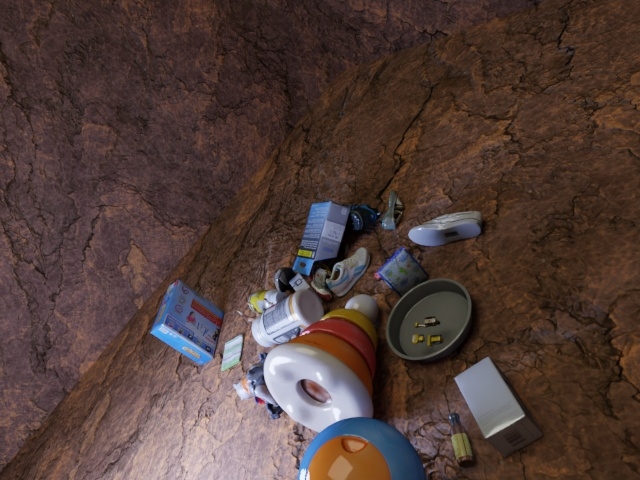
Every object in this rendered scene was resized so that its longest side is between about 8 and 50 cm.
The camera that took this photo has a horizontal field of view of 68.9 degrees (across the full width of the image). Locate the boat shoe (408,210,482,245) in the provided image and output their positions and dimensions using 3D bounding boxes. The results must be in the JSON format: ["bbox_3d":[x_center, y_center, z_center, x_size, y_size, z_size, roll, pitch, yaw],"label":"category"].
[{"bbox_3d":[0.444,-0.051,1.662,0.268,0.096,0.088,-15,36,41],"label":"boat shoe"}]

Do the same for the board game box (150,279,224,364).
[{"bbox_3d":[-0.630,0.393,2.257,0.086,0.308,0.301,-34,29,24],"label":"board game box"}]

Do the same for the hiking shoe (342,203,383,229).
[{"bbox_3d":[0.169,-0.112,2.127,0.132,0.113,0.304,-17,18,-13],"label":"hiking shoe"}]

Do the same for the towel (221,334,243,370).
[{"bbox_3d":[-0.398,0.503,2.103,0.113,0.023,0.152,-34,30,21],"label":"towel"}]

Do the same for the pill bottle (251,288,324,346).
[{"bbox_3d":[-0.134,0.315,1.850,0.279,0.162,0.162,-32,30,33],"label":"pill bottle"}]

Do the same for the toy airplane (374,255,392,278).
[{"bbox_3d":[0.276,0.107,1.739,0.151,0.028,0.151,-34,31,23],"label":"toy airplane"}]

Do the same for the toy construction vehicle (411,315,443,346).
[{"bbox_3d":[0.315,0.269,1.358,0.098,0.035,0.085,-21,47,41],"label":"toy construction vehicle"}]

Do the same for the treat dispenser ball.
[{"bbox_3d":[0.092,0.547,1.043,0.288,0.288,0.288,-32,30,22],"label":"treat dispenser ball"}]

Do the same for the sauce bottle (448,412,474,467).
[{"bbox_3d":[0.340,0.484,1.138,0.042,0.042,0.128,-32,29,23],"label":"sauce bottle"}]

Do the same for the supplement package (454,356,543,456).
[{"bbox_3d":[0.415,0.387,1.100,0.105,0.105,0.179,-38,29,13],"label":"supplement package"}]

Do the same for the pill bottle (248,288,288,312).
[{"bbox_3d":[-0.233,0.273,2.107,0.184,0.103,0.103,-14,41,44],"label":"pill bottle"}]

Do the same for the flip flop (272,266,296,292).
[{"bbox_3d":[-0.166,0.163,2.046,0.112,0.080,0.277,-65,-7,-3],"label":"flip flop"}]

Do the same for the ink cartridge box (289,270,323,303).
[{"bbox_3d":[-0.068,0.209,1.971,0.060,0.104,0.180,-41,27,-4],"label":"ink cartridge box"}]

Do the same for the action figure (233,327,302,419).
[{"bbox_3d":[-0.176,0.457,1.721,0.330,0.178,0.341,-36,31,-5],"label":"action figure"}]

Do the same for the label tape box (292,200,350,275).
[{"bbox_3d":[0.000,0.000,2.086,0.241,0.106,0.333,6,79,70],"label":"label tape box"}]

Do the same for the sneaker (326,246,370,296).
[{"bbox_3d":[0.115,0.112,1.877,0.228,0.092,0.087,-53,27,-18],"label":"sneaker"}]

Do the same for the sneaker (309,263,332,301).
[{"bbox_3d":[0.012,0.167,1.944,0.093,0.088,0.225,-38,29,9],"label":"sneaker"}]

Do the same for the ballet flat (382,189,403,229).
[{"bbox_3d":[0.316,-0.128,1.978,0.068,0.072,0.213,5,51,21],"label":"ballet flat"}]

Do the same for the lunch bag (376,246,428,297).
[{"bbox_3d":[0.275,0.107,1.602,0.129,0.151,0.096,-46,38,0],"label":"lunch bag"}]

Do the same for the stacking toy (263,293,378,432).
[{"bbox_3d":[0.078,0.336,1.493,0.351,0.350,0.480,-18,19,40],"label":"stacking toy"}]

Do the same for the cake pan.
[{"bbox_3d":[0.339,0.249,1.439,0.293,0.054,0.293,-32,30,22],"label":"cake pan"}]

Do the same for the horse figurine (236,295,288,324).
[{"bbox_3d":[-0.230,0.318,2.015,0.264,0.174,0.066,-17,42,23],"label":"horse figurine"}]
